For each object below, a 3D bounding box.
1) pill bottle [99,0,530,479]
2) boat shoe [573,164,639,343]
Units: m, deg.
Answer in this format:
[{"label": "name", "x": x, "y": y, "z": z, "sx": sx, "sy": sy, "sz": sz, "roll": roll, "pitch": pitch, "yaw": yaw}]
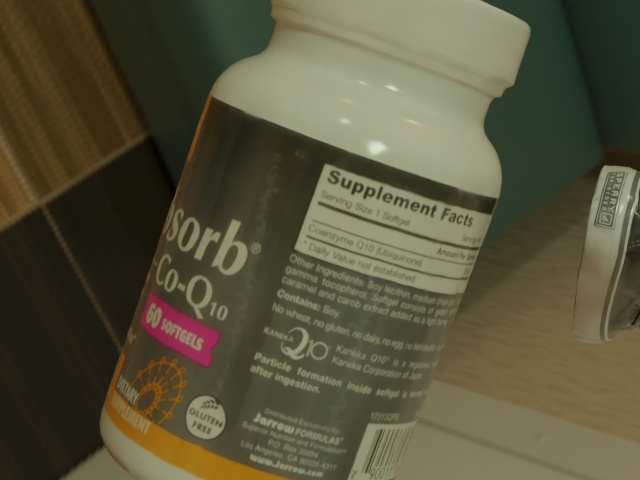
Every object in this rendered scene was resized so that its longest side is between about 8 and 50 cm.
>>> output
[{"label": "pill bottle", "x": 0.000, "y": 0.000, "z": 0.694, "sx": 0.162, "sy": 0.162, "sz": 0.278, "roll": 14, "pitch": 98, "yaw": -38}, {"label": "boat shoe", "x": 0.196, "y": 0.015, "z": 0.798, "sx": 0.228, "sy": 0.076, "sz": 0.080, "roll": 66, "pitch": 38, "yaw": -68}]
